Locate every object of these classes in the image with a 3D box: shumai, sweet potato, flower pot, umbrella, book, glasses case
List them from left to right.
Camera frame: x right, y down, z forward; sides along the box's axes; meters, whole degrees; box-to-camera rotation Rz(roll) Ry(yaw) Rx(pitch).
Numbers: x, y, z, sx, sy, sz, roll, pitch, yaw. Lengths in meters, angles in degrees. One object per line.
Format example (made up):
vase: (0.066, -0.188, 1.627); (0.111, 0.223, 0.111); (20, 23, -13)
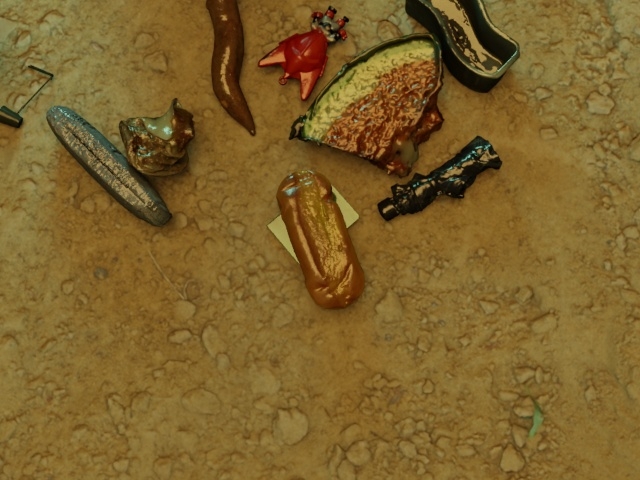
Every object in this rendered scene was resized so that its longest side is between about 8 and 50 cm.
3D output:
glasses case: (-0.365, -0.127, 1.735); (0.282, 0.109, 0.067); (42, 88, 8)
shumai: (-0.270, -0.184, 1.716); (0.145, 0.145, 0.116); (39, 119, 7)
sweet potato: (-0.164, -0.323, 1.778); (0.059, 0.067, 0.281); (-7, 86, 39)
book: (-0.011, -0.031, 1.753); (0.135, 0.017, 0.103); (-41, 83, -1)
umbrella: (0.204, -0.094, 1.733); (0.224, 0.080, 0.071); (-29, 117, 2)
flower pot: (0.244, -0.366, 1.743); (0.103, 0.108, 0.229); (-35, 84, -3)

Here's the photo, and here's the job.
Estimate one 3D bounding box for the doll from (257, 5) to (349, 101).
doll: (-0.018, -0.339, 1.774); (0.109, 0.057, 0.169); (39, 86, 4)

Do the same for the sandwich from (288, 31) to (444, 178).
sandwich: (0.108, -0.231, 1.735); (0.212, 0.109, 0.292); (37, 90, -2)

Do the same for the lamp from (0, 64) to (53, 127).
lamp: (-0.527, -0.254, 1.798); (0.054, 0.041, 0.121); (27, 87, -3)

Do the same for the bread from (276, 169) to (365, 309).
bread: (0.000, 0.000, 1.695); (0.102, 0.094, 0.245); (-18, 83, -2)
